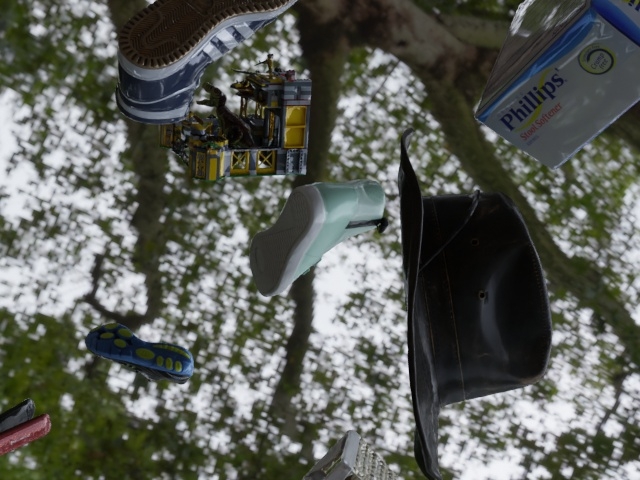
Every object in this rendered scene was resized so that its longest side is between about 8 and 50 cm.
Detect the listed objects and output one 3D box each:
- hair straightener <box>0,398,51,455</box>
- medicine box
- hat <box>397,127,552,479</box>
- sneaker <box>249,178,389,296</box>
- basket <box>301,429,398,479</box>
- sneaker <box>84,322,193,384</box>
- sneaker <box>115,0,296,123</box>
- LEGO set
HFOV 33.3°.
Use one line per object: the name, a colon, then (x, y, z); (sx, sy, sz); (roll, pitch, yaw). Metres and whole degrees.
hair straightener: (-0.492, 0.280, 1.472); (0.089, 0.230, 0.047); (35, -42, 35)
medicine box: (0.378, -0.292, 1.501); (0.263, 0.149, 0.289); (-46, -165, 52)
hat: (0.143, 0.056, 0.989); (0.134, 0.331, 0.331); (-3, -119, 4)
sneaker: (0.000, 0.000, 1.502); (0.256, 0.151, 0.094); (-49, -123, 53)
basket: (0.037, 0.350, 1.470); (0.113, 0.103, 0.167); (-47, 179, 8)
sneaker: (-0.293, 0.189, 1.716); (0.188, 0.078, 0.067); (17, -133, 10)
sneaker: (-0.139, -0.245, 1.303); (0.099, 0.282, 0.153); (45, -32, 11)
LEGO set: (-0.153, -0.233, 1.849); (0.331, 0.255, 0.192); (-127, -141, -67)
